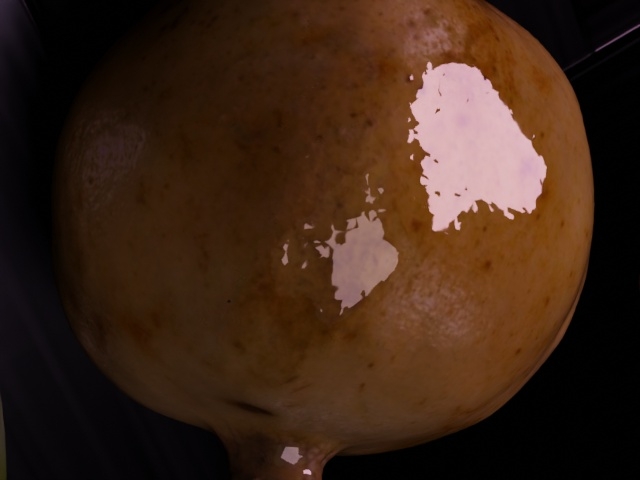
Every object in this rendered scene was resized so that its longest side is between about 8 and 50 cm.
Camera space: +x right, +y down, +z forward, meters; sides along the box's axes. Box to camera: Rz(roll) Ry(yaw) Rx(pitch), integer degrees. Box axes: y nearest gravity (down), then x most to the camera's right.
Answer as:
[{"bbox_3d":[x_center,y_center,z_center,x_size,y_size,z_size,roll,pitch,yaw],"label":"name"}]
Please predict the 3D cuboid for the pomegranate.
[{"bbox_3d":[0.000,0.000,0.628,0.196,0.196,0.196,-11,115,-24],"label":"pomegranate"}]

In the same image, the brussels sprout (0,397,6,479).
[{"bbox_3d":[-0.245,0.065,0.490,0.344,0.268,0.344,-2,116,-4],"label":"brussels sprout"}]

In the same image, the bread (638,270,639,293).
[{"bbox_3d":[0.202,0.037,0.829,0.157,0.044,0.052,29,101,-33],"label":"bread"}]
